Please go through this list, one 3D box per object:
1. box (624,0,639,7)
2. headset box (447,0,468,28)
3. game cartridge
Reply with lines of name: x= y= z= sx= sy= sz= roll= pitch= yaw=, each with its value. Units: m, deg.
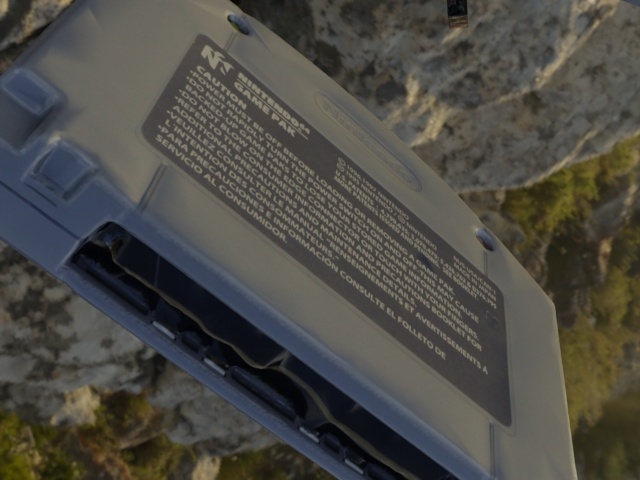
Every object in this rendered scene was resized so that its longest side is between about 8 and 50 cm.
box: x=0.556 y=-0.405 z=1.213 sx=0.182 sy=0.294 sz=0.296 roll=-62 pitch=161 yaw=5
headset box: x=0.211 y=-0.364 z=1.365 sx=0.032 sy=0.062 sz=0.083 roll=-2 pitch=180 yaw=9
game cartridge: x=0.000 y=0.000 z=0.407 sx=0.294 sy=0.196 sz=0.060 roll=39 pitch=126 yaw=-17
